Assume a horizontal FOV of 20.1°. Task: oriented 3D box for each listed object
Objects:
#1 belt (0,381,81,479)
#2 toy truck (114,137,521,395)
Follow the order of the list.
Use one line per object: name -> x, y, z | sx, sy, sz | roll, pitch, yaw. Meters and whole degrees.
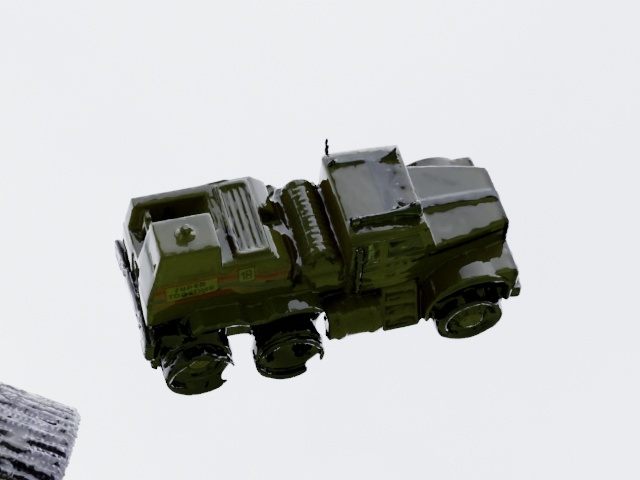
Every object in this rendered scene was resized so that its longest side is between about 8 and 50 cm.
belt -> -0.283, 0.251, 1.487 | 0.122, 0.260, 0.325 | 22, -27, -9
toy truck -> 0.001, 0.002, 1.179 | 0.257, 0.127, 0.127 | -8, -36, -16
